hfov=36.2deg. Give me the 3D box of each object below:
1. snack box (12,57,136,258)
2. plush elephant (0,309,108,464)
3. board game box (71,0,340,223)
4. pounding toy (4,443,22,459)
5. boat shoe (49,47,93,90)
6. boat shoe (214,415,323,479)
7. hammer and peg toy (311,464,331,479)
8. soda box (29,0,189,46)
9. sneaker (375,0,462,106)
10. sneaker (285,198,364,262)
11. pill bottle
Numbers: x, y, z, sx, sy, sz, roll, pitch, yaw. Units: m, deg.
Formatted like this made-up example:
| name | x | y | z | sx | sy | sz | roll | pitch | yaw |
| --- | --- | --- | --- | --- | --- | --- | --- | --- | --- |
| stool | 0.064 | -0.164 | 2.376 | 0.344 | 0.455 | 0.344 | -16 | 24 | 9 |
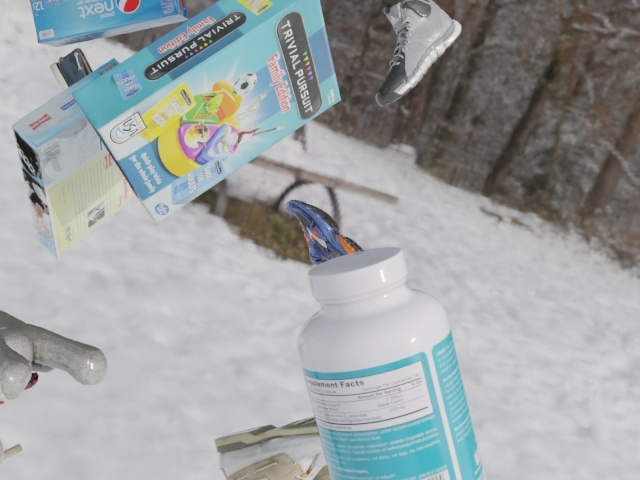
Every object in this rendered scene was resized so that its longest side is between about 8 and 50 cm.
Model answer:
| name | x | y | z | sx | sy | sz | roll | pitch | yaw |
| --- | --- | --- | --- | --- | --- | --- | --- | --- | --- |
| snack box | -0.366 | -0.118 | 1.510 | 0.060 | 0.187 | 0.322 | 41 | -28 | 14 |
| plush elephant | -0.574 | 0.251 | 1.602 | 0.330 | 0.255 | 0.272 | 24 | 7 | 14 |
| board game box | -0.141 | -0.198 | 1.352 | 0.079 | 0.336 | 0.254 | 51 | -9 | 26 |
| pounding toy | -0.747 | 0.374 | 1.984 | 0.110 | 0.183 | 0.237 | 31 | -27 | 59 |
| boat shoe | -0.444 | -0.275 | 1.949 | 0.254 | 0.079 | 0.095 | 54 | 4 | 21 |
| boat shoe | -0.049 | 0.361 | 1.658 | 0.302 | 0.103 | 0.113 | -19 | -8 | 39 |
| hammer and peg toy | 0.056 | 0.603 | 2.062 | 0.266 | 0.361 | 0.127 | 36 | -12 | 21 |
| soda box | -0.301 | -0.332 | 1.402 | 0.210 | 0.067 | 0.071 | -9 | 5 | 6 |
| sneaker | 0.140 | -0.348 | 1.731 | 0.132 | 0.229 | 0.086 | 47 | -25 | -12 |
| sneaker | 0.000 | 0.000 | 1.938 | 0.221 | 0.087 | 0.083 | 46 | 11 | 26 |
| pill bottle | 0.063 | 0.144 | 0.923 | 0.146 | 0.264 | 0.146 | -13 | 8 | 2 |
